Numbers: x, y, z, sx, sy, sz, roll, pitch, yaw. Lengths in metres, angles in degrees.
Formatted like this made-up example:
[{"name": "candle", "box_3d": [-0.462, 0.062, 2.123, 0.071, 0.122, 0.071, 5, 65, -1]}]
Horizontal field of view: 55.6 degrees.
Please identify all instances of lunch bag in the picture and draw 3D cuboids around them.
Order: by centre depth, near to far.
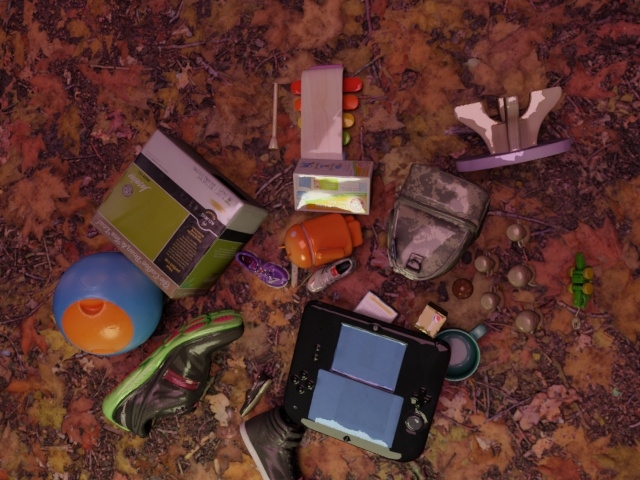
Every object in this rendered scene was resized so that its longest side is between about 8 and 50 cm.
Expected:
[{"name": "lunch bag", "box_3d": [0.273, -0.023, 1.478, 0.213, 0.305, 0.255, 21, 90, 14]}]

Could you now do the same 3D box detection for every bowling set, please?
[{"name": "bowling set", "box_3d": [0.445, 0.093, 1.533, 0.200, 0.154, 0.286, -4, 87, 32]}]

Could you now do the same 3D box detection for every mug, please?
[{"name": "mug", "box_3d": [0.353, 0.284, 1.546, 0.158, 0.097, 0.129, -11, 84, 12]}]

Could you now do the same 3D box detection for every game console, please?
[{"name": "game console", "box_3d": [0.107, 0.361, 1.545, 0.387, 0.060, 0.341, 16, 107, 15]}]

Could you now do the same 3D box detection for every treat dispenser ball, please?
[{"name": "treat dispenser ball", "box_3d": [-0.583, 0.173, 1.678, 0.289, 0.288, 0.287, -1, 86, 13]}]

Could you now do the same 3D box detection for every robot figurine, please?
[{"name": "robot figurine", "box_3d": [0.000, 0.000, 1.612, 0.220, 0.128, 0.158, -17, 65, -11]}]

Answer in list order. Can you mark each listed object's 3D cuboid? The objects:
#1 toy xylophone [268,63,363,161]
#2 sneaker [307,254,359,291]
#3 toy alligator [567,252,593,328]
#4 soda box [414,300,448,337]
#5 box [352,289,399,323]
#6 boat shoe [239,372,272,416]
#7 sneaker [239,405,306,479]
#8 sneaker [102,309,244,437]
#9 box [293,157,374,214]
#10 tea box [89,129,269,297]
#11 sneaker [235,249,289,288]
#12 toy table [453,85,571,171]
[{"name": "toy xylophone", "box_3d": [-0.017, -0.342, 1.679, 0.237, 0.081, 0.322, 8, 88, 13]}, {"name": "sneaker", "box_3d": [0.028, 0.088, 1.646, 0.161, 0.075, 0.057, -29, 80, 10]}, {"name": "toy alligator", "box_3d": [0.655, 0.126, 1.511, 0.051, 0.056, 0.189, 4, 87, -27]}, {"name": "soda box", "box_3d": [0.280, 0.196, 1.525, 0.058, 0.181, 0.061, 33, 95, 13]}, {"name": "box", "box_3d": [0.098, 0.258, 1.627, 0.101, 0.060, 0.244, 40, 96, 12]}, {"name": "boat shoe", "box_3d": [-0.187, 0.431, 1.692, 0.042, 0.049, 0.133, 34, 92, 18]}, {"name": "sneaker", "box_3d": [-0.085, 0.580, 1.626, 0.147, 0.105, 0.295, -39, 75, 14]}, {"name": "sneaker", "box_3d": [-0.383, 0.369, 1.699, 0.483, 0.185, 0.202, -40, 97, 11]}, {"name": "box", "box_3d": [0.037, -0.145, 1.612, 0.203, 0.103, 0.114, 3, 122, 9]}, {"name": "tea box", "box_3d": [-0.385, -0.065, 1.679, 0.329, 0.220, 0.323, 41, 95, 13]}, {"name": "sneaker", "box_3d": [-0.168, 0.082, 1.695, 0.170, 0.071, 0.068, 25, 93, 13]}, {"name": "toy table", "box_3d": [0.463, -0.274, 1.494, 0.275, 0.252, 0.160, -12, 100, 2]}]
